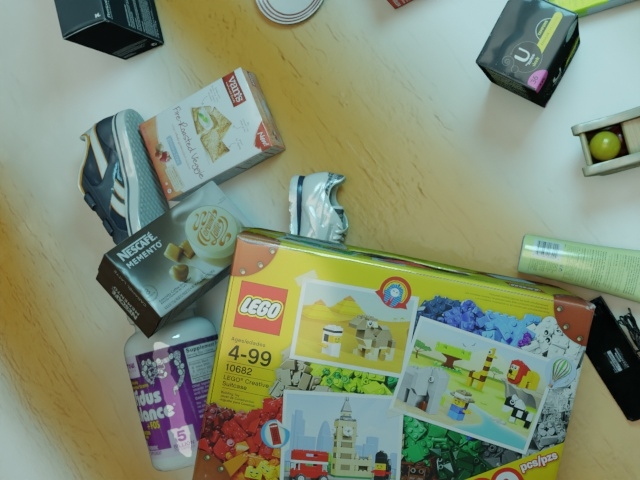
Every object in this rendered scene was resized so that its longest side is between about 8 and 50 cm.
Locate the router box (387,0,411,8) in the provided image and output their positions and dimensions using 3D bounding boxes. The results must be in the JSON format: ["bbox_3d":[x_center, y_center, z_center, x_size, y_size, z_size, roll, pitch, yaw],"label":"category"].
[{"bbox_3d":[0.184,-0.600,1.252,0.301,0.082,0.336,-22,83,19],"label":"router box"}]

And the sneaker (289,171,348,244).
[{"bbox_3d":[0.000,0.000,1.326,0.094,0.090,0.235,-2,91,11],"label":"sneaker"}]

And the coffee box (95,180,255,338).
[{"bbox_3d":[-0.236,0.028,1.312,0.141,0.246,0.098,47,143,4],"label":"coffee box"}]

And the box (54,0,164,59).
[{"bbox_3d":[-0.403,-0.485,1.415,0.103,0.184,0.261,-16,84,19],"label":"box"}]

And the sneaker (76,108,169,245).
[{"bbox_3d":[-0.363,-0.074,1.437,0.127,0.126,0.321,-17,77,16],"label":"sneaker"}]

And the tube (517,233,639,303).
[{"bbox_3d":[0.426,0.044,1.185,0.240,0.062,0.070,11,135,15],"label":"tube"}]

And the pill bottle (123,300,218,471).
[{"bbox_3d":[-0.251,0.237,1.372,0.169,0.169,0.302,-18,84,19],"label":"pill bottle"}]

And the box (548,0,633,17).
[{"bbox_3d":[0.433,-0.410,1.183,0.178,0.042,0.109,-13,87,20],"label":"box"}]

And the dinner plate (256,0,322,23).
[{"bbox_3d":[-0.052,-0.454,1.375,0.141,0.017,0.141,0,90,21],"label":"dinner plate"}]

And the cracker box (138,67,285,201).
[{"bbox_3d":[-0.198,-0.188,1.403,0.232,0.067,0.156,-25,82,18],"label":"cracker box"}]

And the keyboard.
[{"bbox_3d":[0.467,0.175,1.187,0.100,0.038,0.192,-37,78,40],"label":"keyboard"}]

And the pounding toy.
[{"bbox_3d":[0.510,-0.129,1.097,0.269,0.154,0.155,-15,85,20],"label":"pounding toy"}]

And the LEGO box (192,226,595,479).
[{"bbox_3d":[0.098,0.211,1.155,0.499,0.193,0.373,11,94,1],"label":"LEGO box"}]

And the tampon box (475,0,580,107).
[{"bbox_3d":[0.316,-0.285,1.164,0.101,0.161,0.121,30,101,17],"label":"tampon box"}]
